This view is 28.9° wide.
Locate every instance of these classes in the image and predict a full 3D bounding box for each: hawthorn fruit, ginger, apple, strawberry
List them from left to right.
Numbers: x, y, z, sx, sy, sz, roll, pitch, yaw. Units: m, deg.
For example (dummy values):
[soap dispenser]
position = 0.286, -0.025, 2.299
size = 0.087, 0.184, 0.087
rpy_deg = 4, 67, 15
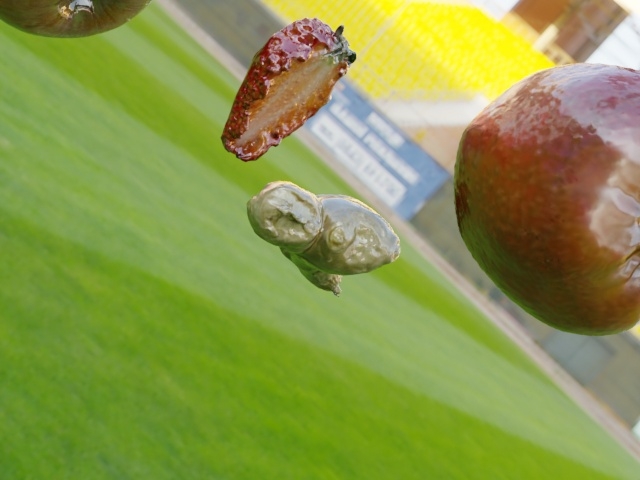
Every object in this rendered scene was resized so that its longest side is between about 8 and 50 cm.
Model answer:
[apple]
position = -0.244, -0.298, 1.173
size = 0.211, 0.211, 0.187
rpy_deg = 31, 35, -63
[strawberry]
position = -0.034, -0.137, 1.097
size = 0.048, 0.152, 0.104
rpy_deg = 54, 10, 27
[ginger]
position = 0.000, 0.000, 1.244
size = 0.148, 0.081, 0.333
rpy_deg = 4, -8, -3
[hawthorn fruit]
position = 0.179, -0.042, 0.890
size = 0.196, 0.196, 0.225
rpy_deg = 38, -1, -40
